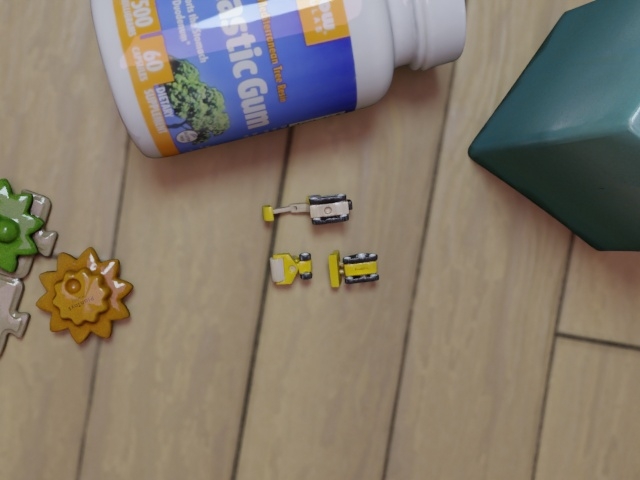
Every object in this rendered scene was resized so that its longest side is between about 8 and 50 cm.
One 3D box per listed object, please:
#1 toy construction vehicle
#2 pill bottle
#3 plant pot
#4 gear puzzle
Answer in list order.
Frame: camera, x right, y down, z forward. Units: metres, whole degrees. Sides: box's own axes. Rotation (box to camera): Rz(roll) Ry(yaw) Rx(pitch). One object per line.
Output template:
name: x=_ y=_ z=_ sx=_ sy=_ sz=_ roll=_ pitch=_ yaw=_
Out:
toy construction vehicle: x=0.000 y=0.000 z=0.675 sx=0.098 sy=0.035 sz=0.086 roll=-8 pitch=106 yaw=0
pill bottle: x=-0.030 y=-0.169 z=0.597 sx=0.271 sy=0.152 sz=0.152 roll=-15 pitch=95 yaw=-1
plant pot: x=0.256 y=-0.094 z=0.579 sx=0.165 sy=0.234 sz=0.166 roll=35 pitch=91 yaw=-5
gear puzzle: x=-0.333 y=0.019 z=0.646 sx=0.338 sy=0.044 sz=0.176 roll=20 pitch=93 yaw=-5
